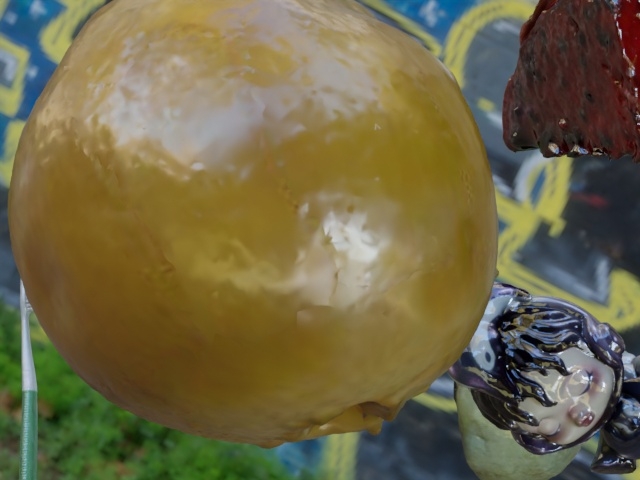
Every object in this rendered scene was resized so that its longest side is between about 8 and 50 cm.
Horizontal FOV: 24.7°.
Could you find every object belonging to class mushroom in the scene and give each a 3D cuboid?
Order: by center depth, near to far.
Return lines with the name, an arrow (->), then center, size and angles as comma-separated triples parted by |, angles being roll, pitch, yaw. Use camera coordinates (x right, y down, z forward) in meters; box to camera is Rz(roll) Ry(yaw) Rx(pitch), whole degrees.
mushroom -> 0.308, 0.230, 2.177 | 0.164, 0.267, 0.189 | 2, -20, 34

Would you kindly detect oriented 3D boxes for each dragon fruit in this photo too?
dragon fruit -> 0.370, -0.237, 1.628 | 0.286, 0.329, 0.228 | 5, -64, 66

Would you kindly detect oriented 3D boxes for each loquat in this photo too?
loquat -> -0.041, -0.019, 0.960 | 0.328, 0.328, 0.328 | 27, 0, 0

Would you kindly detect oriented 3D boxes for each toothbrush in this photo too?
toothbrush -> -0.243, 0.146, 1.219 | 0.024, 0.257, 0.018 | -6, -19, 14

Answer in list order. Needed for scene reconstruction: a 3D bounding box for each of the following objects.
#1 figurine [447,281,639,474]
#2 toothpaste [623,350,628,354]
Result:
figurine -> 0.201, 0.106, 1.269 | 0.222, 0.145, 0.145 | 21, 2, -17
toothpaste -> 0.346, 0.197, 1.455 | 0.037, 0.062, 0.216 | 47, 14, -53
